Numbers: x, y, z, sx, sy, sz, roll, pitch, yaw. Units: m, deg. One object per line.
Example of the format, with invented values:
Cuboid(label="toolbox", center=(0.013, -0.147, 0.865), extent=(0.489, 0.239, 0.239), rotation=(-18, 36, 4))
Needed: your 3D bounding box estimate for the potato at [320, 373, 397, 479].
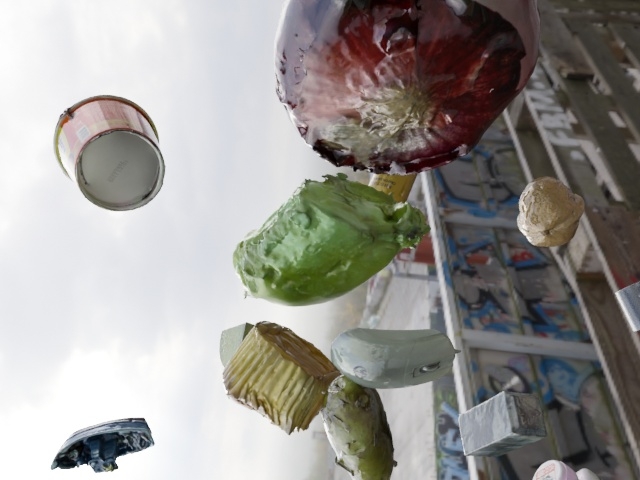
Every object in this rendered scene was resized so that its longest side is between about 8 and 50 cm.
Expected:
Cuboid(label="potato", center=(0.061, 0.294, 0.938), extent=(0.117, 0.090, 0.226), rotation=(-63, -39, -50))

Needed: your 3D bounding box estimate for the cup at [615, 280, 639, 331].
Cuboid(label="cup", center=(0.577, 0.111, 1.113), extent=(0.077, 0.078, 0.100), rotation=(66, -172, 15))

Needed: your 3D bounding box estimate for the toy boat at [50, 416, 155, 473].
Cuboid(label="toy boat", center=(-0.292, 0.280, 0.843), extent=(0.061, 0.137, 0.060), rotation=(-104, 7, -52))

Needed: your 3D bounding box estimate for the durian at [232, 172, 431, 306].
Cuboid(label="durian", center=(0.000, 0.000, 1.167), extent=(0.339, 0.255, 0.204), rotation=(-42, 42, 24))

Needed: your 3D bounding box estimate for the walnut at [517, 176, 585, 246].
Cuboid(label="walnut", center=(0.512, -0.062, 1.399), extent=(0.166, 0.149, 0.167), rotation=(26, -123, -48))

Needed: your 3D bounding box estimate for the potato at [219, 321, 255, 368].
Cuboid(label="potato", center=(-0.216, 0.306, 1.696), extent=(0.120, 0.081, 0.149), rotation=(-23, 49, 46))

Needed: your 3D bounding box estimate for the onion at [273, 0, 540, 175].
Cuboid(label="onion", center=(0.080, -0.209, 0.647), extent=(0.272, 0.272, 0.195), rotation=(99, 168, -48))

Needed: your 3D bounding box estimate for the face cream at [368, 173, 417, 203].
Cuboid(label="face cream", center=(0.201, -0.196, 1.573), extent=(0.105, 0.105, 0.349), rotation=(113, 180, -80))

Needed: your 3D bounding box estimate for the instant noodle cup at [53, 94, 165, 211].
Cuboid(label="instant noodle cup", center=(-0.400, -0.160, 1.216), extent=(0.174, 0.213, 0.213), rotation=(-135, 46, -54))

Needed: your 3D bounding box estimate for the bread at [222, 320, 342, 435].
Cuboid(label="bread", center=(-0.066, 0.236, 1.074), extent=(0.133, 0.179, 0.250), rotation=(-50, -9, 3))

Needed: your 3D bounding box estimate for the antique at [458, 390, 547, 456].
Cuboid(label="antique", center=(0.369, 0.373, 1.270), extent=(0.183, 0.086, 0.088), rotation=(127, 147, -52))

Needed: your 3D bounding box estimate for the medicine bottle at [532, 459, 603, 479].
Cuboid(label="medicine bottle", center=(0.407, 0.403, 0.906), extent=(0.078, 0.219, 0.115), rotation=(-49, 8, 29))

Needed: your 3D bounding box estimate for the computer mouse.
Cuboid(label="computer mouse", center=(0.105, 0.165, 0.856), extent=(0.056, 0.181, 0.089), rotation=(-93, 3, -53))
